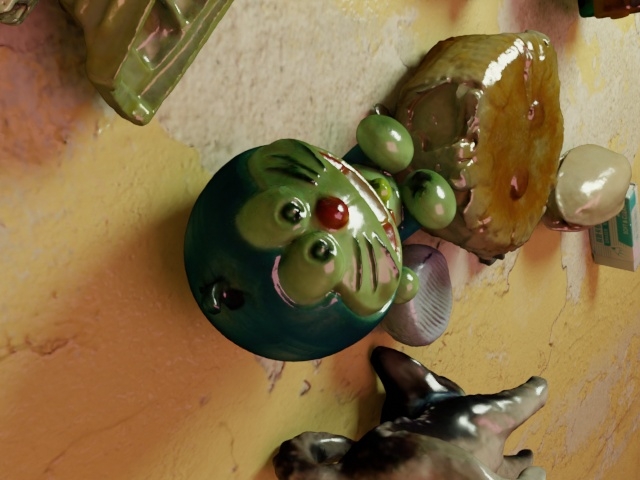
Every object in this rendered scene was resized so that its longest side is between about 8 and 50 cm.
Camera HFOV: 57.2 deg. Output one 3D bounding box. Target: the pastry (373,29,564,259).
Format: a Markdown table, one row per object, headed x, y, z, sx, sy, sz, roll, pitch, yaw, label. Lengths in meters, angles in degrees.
| x | y | z | sx | sy | sz | roll | pitch | yaw | label |
| --- | --- | --- | --- | --- | --- | --- | --- | --- | --- |
| 0.221 | -0.124 | 0.793 | 0.329 | 0.136 | 0.330 | -15 | 110 | -45 | pastry |

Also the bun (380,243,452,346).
| x | y | z | sx | sy | sz | roll | pitch | yaw | label |
| --- | --- | --- | --- | --- | --- | --- | --- | --- | --- |
| 0.120 | 0.071 | 0.787 | 0.141 | 0.083 | 0.141 | -10 | 102 | -53 | bun |

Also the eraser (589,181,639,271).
| x | y | z | sx | sy | sz | roll | pitch | yaw | label |
| --- | --- | --- | --- | --- | --- | --- | --- | --- | --- |
| 0.650 | -0.032 | 1.299 | 0.052 | 0.095 | 0.225 | -48 | 131 | -26 | eraser |

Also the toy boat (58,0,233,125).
| x | y | z | sx | sy | sz | roll | pitch | yaw | label |
| --- | --- | --- | --- | --- | --- | --- | --- | --- | --- |
| -0.099 | -0.224 | 0.447 | 0.276 | 0.084 | 0.111 | -58 | 172 | -9 | toy boat |

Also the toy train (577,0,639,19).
| x | y | z | sx | sy | sz | roll | pitch | yaw | label |
| --- | --- | --- | --- | --- | --- | --- | --- | --- | --- |
| 0.486 | -0.519 | 0.904 | 0.249 | 0.178 | 0.429 | -44 | 126 | -82 | toy train |

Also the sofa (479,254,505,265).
| x | y | z | sx | sy | sz | roll | pitch | yaw | label |
| --- | --- | --- | --- | --- | --- | --- | --- | --- | --- |
| 0.325 | -0.025 | 0.988 | 0.147 | 0.060 | 0.085 | -38 | 127 | -33 | sofa |

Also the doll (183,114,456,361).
| x | y | z | sx | sy | sz | roll | pitch | yaw | label |
| --- | --- | --- | --- | --- | --- | --- | --- | --- | --- |
| 0.000 | -0.001 | 0.564 | 0.198 | 0.186 | 0.322 | 55 | 36 | 9 | doll |

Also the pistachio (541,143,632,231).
| x | y | z | sx | sy | sz | roll | pitch | yaw | label |
| --- | --- | --- | --- | --- | --- | --- | --- | --- | --- |
| 0.499 | -0.095 | 1.108 | 0.223 | 0.126 | 0.152 | -40 | 93 | -26 | pistachio |

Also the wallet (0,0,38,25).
| x | y | z | sx | sy | sz | roll | pitch | yaw | label |
| --- | --- | --- | --- | --- | --- | --- | --- | --- | --- |
| -0.204 | -0.224 | 0.371 | 0.110 | 0.039 | 0.155 | 28 | 80 | -14 | wallet |

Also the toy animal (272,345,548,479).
| x | y | z | sx | sy | sz | roll | pitch | yaw | label |
| --- | --- | --- | --- | --- | --- | --- | --- | --- | --- |
| 0.126 | 0.262 | 0.757 | 0.344 | 0.302 | 0.194 | -27 | 128 | -67 | toy animal |
